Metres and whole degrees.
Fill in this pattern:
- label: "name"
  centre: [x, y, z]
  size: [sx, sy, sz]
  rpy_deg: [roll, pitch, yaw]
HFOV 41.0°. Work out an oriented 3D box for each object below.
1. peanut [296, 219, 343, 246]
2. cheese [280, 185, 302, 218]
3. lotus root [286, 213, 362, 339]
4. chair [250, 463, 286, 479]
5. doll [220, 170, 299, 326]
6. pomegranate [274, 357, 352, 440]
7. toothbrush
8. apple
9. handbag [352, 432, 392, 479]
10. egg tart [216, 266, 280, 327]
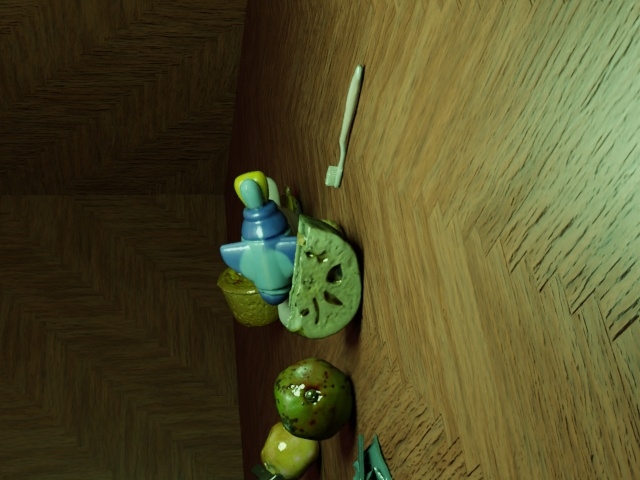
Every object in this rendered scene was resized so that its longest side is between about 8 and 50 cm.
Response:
- label: "peanut"
  centre: [0.001, 0.002, 1.748]
  size: [0.193, 0.089, 0.089]
  rpy_deg: [163, 106, -79]
- label: "cheese"
  centre: [-0.084, -0.016, 2.207]
  size: [0.156, 0.064, 0.250]
  rpy_deg: [-144, 55, -76]
- label: "lotus root"
  centre: [0.005, 0.072, 1.598]
  size: [0.119, 0.138, 0.234]
  rpy_deg: [-152, 62, -71]
- label: "chair"
  centre: [-0.098, 0.629, 1.768]
  size: [0.240, 0.203, 0.416]
  rpy_deg: [52, 165, 1]
- label: "doll"
  centre: [-0.122, 0.011, 1.972]
  size: [0.376, 0.187, 0.365]
  rpy_deg: [56, 180, 11]
- label: "pomegranate"
  centre: [-0.009, 0.310, 1.678]
  size: [0.205, 0.159, 0.159]
  rpy_deg: [39, -134, -72]
- label: "toothbrush"
  centre: [0.045, -0.212, 1.641]
  size: [0.307, 0.030, 0.025]
  rpy_deg: [102, 170, -48]
- label: "apple"
  centre: [-0.074, 0.486, 1.991]
  size: [0.146, 0.146, 0.146]
  rpy_deg: [179, 90, -79]
- label: "handbag"
  centre: [0.076, 0.460, 1.479]
  size: [0.144, 0.057, 0.221]
  rpy_deg: [-104, 17, -63]
- label: "egg tart"
  centre: [-0.188, 0.155, 2.445]
  size: [0.202, 0.203, 0.147]
  rpy_deg: [-113, 16, -63]
